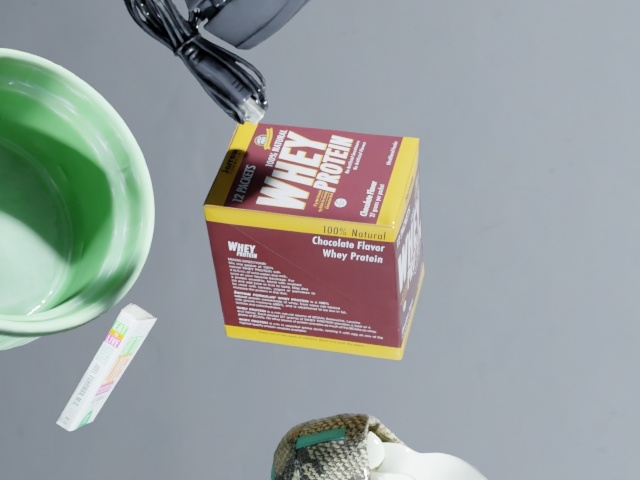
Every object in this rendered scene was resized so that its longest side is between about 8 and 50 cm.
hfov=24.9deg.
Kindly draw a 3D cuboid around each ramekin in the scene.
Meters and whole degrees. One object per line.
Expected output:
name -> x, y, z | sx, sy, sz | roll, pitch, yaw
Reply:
ramekin -> -0.338, -0.031, 1.491 | 0.148, 0.303, 0.303 | -30, 71, 51

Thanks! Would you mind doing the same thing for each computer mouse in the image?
computer mouse -> -0.054, -0.246, 1.346 | 0.188, 0.072, 0.272 | 47, 114, -3

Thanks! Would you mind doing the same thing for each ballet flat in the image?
ballet flat -> 0.154, 0.336, 1.659 | 0.182, 0.483, 0.164 | -24, 42, 35

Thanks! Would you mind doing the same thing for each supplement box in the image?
supplement box -> 0.000, 0.000, 1.475 | 0.191, 0.129, 0.194 | 7, 136, 13

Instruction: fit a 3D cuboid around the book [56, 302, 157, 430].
book -> -0.245, 0.143, 1.642 | 0.035, 0.096, 0.144 | 31, 93, 4
